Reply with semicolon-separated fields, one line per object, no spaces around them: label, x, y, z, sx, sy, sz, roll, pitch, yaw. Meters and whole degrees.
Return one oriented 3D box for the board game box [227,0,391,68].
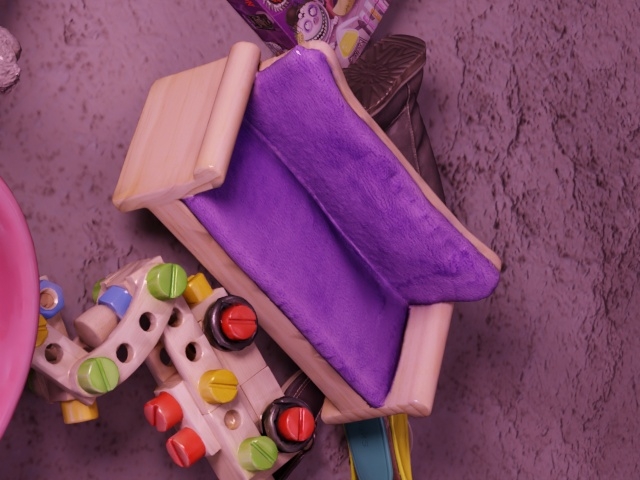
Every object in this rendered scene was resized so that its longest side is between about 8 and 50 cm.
board game box;0.025;-0.335;1.810;0.208;0.056;0.347;44;64;-33

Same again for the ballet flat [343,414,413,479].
ballet flat;0.067;0.245;1.888;0.077;0.077;0.231;-17;104;-59

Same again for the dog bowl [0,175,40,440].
dog bowl;-0.363;0.063;1.314;0.408;0.150;0.408;-29;131;-39

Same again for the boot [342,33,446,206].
boot;0.053;-0.067;1.819;0.189;0.076;0.209;-35;137;-38

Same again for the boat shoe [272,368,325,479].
boat shoe;-0.026;0.180;1.802;0.056;0.049;0.152;51;59;-34

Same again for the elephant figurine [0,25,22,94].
elephant figurine;-0.329;-0.218;1.362;0.169;0.186;0.239;2;84;-49

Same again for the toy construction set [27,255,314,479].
toy construction set;-0.134;0.152;1.620;0.215;0.151;0.328;-36;118;-34

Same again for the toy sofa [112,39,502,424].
toy sofa;0.000;0.000;1.700;0.362;0.177;0.150;49;42;-36
